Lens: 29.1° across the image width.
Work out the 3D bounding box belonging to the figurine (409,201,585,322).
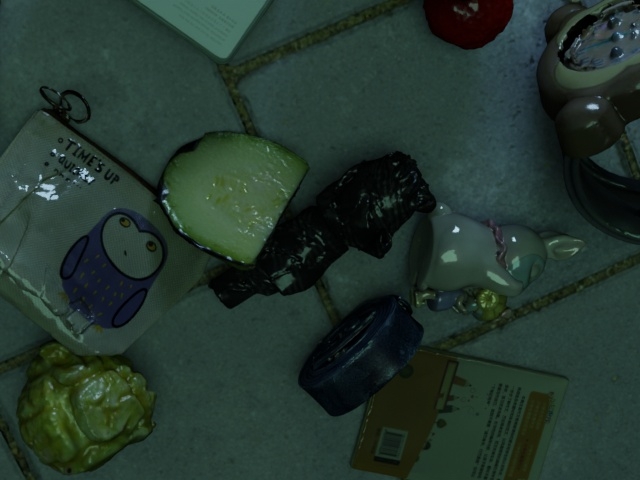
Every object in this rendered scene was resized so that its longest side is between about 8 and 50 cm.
[{"bbox_3d":[0.252,0.039,1.762,0.235,0.127,0.155,9,82,-14],"label":"figurine"}]

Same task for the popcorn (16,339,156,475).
[{"bbox_3d":[-0.326,0.230,1.693,0.185,0.187,0.167,-45,70,11],"label":"popcorn"}]

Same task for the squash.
[{"bbox_3d":[-0.128,-0.055,1.708,0.184,0.085,0.192,25,67,13],"label":"squash"}]

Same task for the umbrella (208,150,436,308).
[{"bbox_3d":[0.002,0.001,1.696,0.337,0.154,0.128,-33,91,-2],"label":"umbrella"}]

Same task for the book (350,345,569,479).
[{"bbox_3d":[0.210,0.274,1.859,0.295,0.020,0.208,13,100,-12],"label":"book"}]

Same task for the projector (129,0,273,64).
[{"bbox_3d":[-0.181,-0.375,1.615,0.257,0.099,0.192,34,94,-15],"label":"projector"}]

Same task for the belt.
[{"bbox_3d":[0.057,0.157,1.746,0.190,0.141,0.082,-42,107,7],"label":"belt"}]

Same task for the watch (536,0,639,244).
[{"bbox_3d":[0.480,-0.165,1.659,0.335,0.314,0.327,-24,122,22],"label":"watch"}]

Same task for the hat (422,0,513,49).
[{"bbox_3d":[0.184,-0.395,1.600,0.274,0.242,0.332,-39,128,-29],"label":"hat"}]

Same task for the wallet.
[{"bbox_3d":[-0.315,-0.009,1.651,0.335,0.068,0.275,41,68,-17],"label":"wallet"}]
